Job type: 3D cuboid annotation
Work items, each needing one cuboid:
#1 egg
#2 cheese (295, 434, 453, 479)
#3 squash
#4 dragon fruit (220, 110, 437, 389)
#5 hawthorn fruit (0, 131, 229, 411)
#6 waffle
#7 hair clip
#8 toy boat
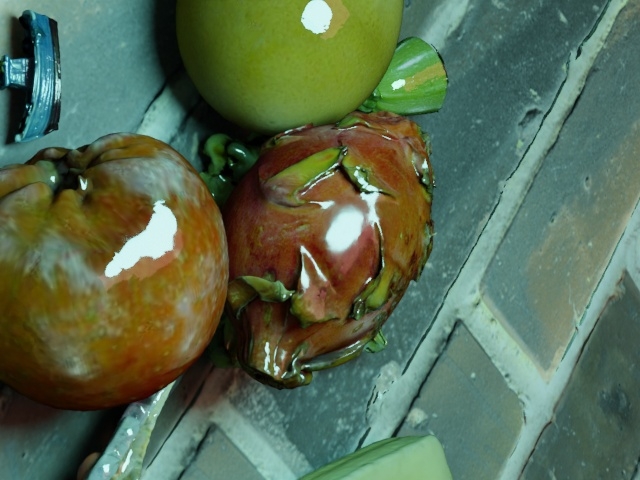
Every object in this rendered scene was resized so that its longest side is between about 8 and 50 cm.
[{"bbox_3d":[-0.030,-0.270,1.809,0.250,0.250,0.323,36,59,-37],"label":"egg"},{"bbox_3d":[0.049,0.383,1.920,0.265,0.123,0.243,-19,96,-45],"label":"cheese"},{"bbox_3d":[0.081,-0.190,2.039,0.132,0.105,0.105,-23,103,-31],"label":"squash"},{"bbox_3d":[-0.002,0.004,1.721,0.250,0.250,0.315,15,94,-44],"label":"dragon fruit"},{"bbox_3d":[-0.222,0.029,1.575,0.284,0.284,0.284,6,82,-45],"label":"hawthorn fruit"},{"bbox_3d":[-0.032,0.009,1.909,0.317,0.073,0.297,-1,87,-43],"label":"waffle"},{"bbox_3d":[-0.194,0.204,1.683,0.075,0.146,0.257,22,59,2],"label":"hair clip"},{"bbox_3d":[-0.300,-0.168,1.665,0.060,0.060,0.137,-1,88,-21],"label":"toy boat"}]
